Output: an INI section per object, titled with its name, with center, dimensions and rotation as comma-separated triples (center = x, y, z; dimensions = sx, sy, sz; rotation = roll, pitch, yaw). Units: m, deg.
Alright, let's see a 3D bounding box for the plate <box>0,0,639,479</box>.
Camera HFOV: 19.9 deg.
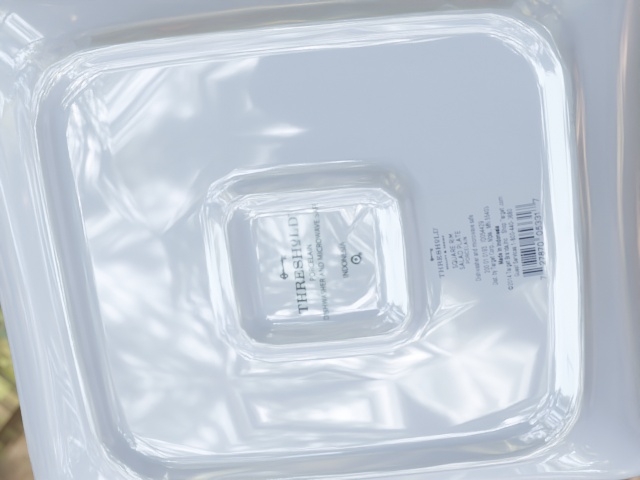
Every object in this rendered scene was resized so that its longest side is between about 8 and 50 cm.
[plate]
center = 0.000, 0.000, 0.717
dimensions = 0.045, 0.278, 0.277
rotation = -90, -6, -62
